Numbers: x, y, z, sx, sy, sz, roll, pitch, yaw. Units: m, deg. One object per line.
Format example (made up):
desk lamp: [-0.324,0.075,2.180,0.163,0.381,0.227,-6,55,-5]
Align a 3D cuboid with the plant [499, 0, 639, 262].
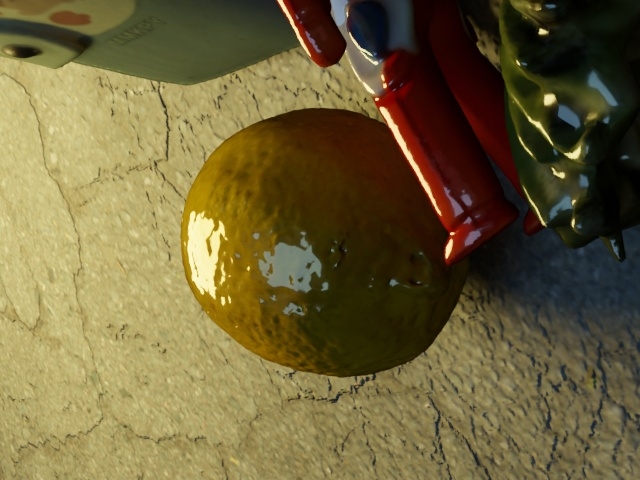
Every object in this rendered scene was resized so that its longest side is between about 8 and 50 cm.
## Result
plant: [0.157,-0.152,0.757,0.333,0.180,0.251,-108,14,-51]

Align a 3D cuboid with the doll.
doll: [0.023,-0.165,0.811,0.099,0.188,0.384,-35,78,28]

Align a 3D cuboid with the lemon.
lemon: [0.000,0.000,0.926,0.257,0.188,0.188,21,126,47]

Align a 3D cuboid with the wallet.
wallet: [-0.178,-0.179,0.905,0.252,0.360,0.083,-15,70,54]
